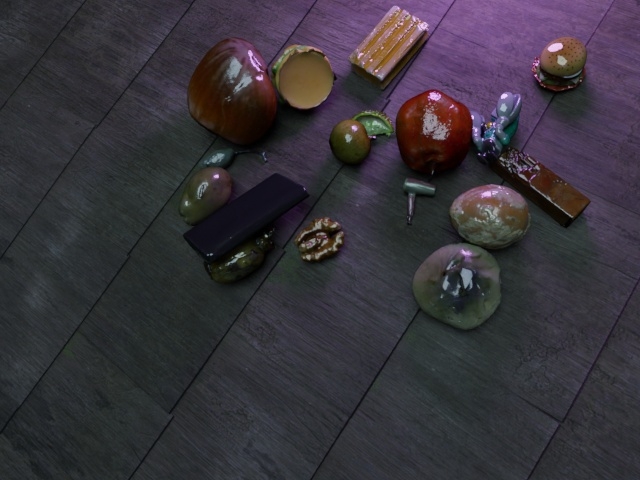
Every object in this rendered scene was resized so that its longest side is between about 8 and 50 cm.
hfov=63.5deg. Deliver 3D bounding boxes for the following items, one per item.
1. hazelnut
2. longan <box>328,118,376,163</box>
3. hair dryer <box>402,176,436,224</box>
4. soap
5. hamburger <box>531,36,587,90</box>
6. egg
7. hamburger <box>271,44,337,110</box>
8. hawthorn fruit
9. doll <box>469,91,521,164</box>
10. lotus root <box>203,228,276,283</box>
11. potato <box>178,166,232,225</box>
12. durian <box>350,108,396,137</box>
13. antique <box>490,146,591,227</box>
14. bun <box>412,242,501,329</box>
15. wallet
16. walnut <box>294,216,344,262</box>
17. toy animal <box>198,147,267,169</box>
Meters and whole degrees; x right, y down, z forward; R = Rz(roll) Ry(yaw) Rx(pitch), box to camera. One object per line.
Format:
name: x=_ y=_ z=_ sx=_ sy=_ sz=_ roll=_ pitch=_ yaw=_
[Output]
hazelnut: x=-0.307 y=-0.528 z=1.848 sx=0.315 sy=0.372 sz=0.372 roll=-22 pitch=64 yaw=-36
longan: x=0.114 y=-0.343 z=1.793 sx=0.176 sy=0.145 sz=0.155 roll=-7 pitch=97 yaw=-9
hair dryer: x=0.317 y=-0.127 z=1.737 sx=0.106 sy=0.054 sz=0.154 roll=18 pitch=88 yaw=13
soap: x=0.252 y=-0.708 z=1.899 sx=0.173 sy=0.089 sz=0.274 roll=40 pitch=85 yaw=19
hamburger: x=0.802 y=-0.590 z=1.715 sx=0.175 sy=0.137 sz=0.175 roll=-2 pitch=75 yaw=10
egg: x=0.517 y=-0.075 z=1.587 sx=0.245 sy=0.203 sz=0.203 roll=6 pitch=75 yaw=5
hamburger: x=-0.075 y=-0.597 z=1.883 sx=0.237 sy=0.237 sz=0.149 roll=-35 pitch=35 yaw=0
hawthorn fruit: x=0.358 y=-0.322 z=1.666 sx=0.254 sy=0.254 sz=0.300 roll=7 pitch=63 yaw=15
doll: x=0.573 y=-0.375 z=1.667 sx=0.195 sy=0.153 sz=0.258 roll=-30 pitch=29 yaw=27
lotus root: x=-0.265 y=0.044 z=1.758 sx=0.278 sy=0.154 sz=0.154 roll=-31 pitch=69 yaw=-2
potato: x=-0.406 y=-0.155 z=1.826 sx=0.160 sy=0.178 sz=0.235 roll=21 pitch=67 yaw=31
durian: x=0.190 y=-0.418 z=1.846 sx=0.215 sy=0.086 sz=0.100 roll=3 pitch=108 yaw=17
antique: x=0.688 y=-0.179 z=1.637 sx=0.087 sy=0.093 sz=0.310 roll=-43 pitch=69 yaw=-3
bun: x=0.418 y=0.131 z=1.567 sx=0.272 sy=0.168 sz=0.273 roll=-4 pitch=78 yaw=18
wallet: x=-0.251 y=-0.083 z=1.740 sx=0.406 sy=0.062 sz=0.228 roll=-36 pitch=35 yaw=-19
walnut: x=0.000 y=0.000 z=1.750 sx=0.170 sy=0.069 sz=0.143 roll=-25 pitch=71 yaw=6
toy animal: x=-0.330 y=-0.308 z=1.929 sx=0.252 sy=0.070 sz=0.079 roll=-12 pitch=106 yaw=-3
